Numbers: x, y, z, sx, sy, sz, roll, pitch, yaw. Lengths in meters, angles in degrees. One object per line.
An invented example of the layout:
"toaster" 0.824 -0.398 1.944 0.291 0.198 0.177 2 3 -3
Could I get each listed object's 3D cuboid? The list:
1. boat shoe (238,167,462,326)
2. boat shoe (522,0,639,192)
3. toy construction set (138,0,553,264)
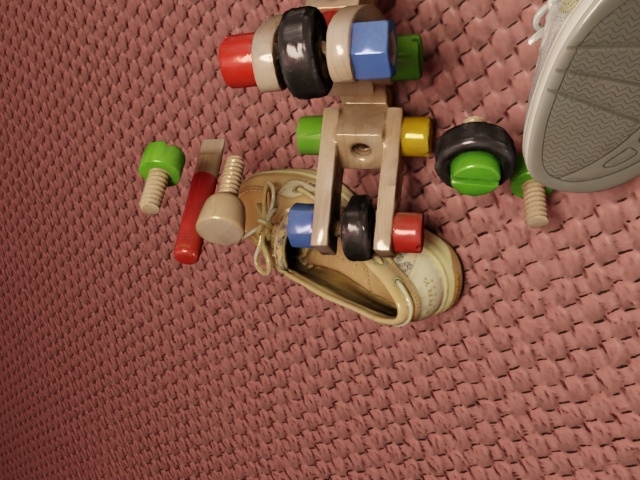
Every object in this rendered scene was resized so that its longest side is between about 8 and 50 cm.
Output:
"boat shoe" 0.000 0.000 0.723 0.285 0.089 0.104 21 119 39
"boat shoe" 0.210 -0.177 0.452 0.118 0.103 0.320 9 123 -6
"toy construction set" -0.004 -0.127 0.620 0.309 0.257 0.237 -19 48 33
